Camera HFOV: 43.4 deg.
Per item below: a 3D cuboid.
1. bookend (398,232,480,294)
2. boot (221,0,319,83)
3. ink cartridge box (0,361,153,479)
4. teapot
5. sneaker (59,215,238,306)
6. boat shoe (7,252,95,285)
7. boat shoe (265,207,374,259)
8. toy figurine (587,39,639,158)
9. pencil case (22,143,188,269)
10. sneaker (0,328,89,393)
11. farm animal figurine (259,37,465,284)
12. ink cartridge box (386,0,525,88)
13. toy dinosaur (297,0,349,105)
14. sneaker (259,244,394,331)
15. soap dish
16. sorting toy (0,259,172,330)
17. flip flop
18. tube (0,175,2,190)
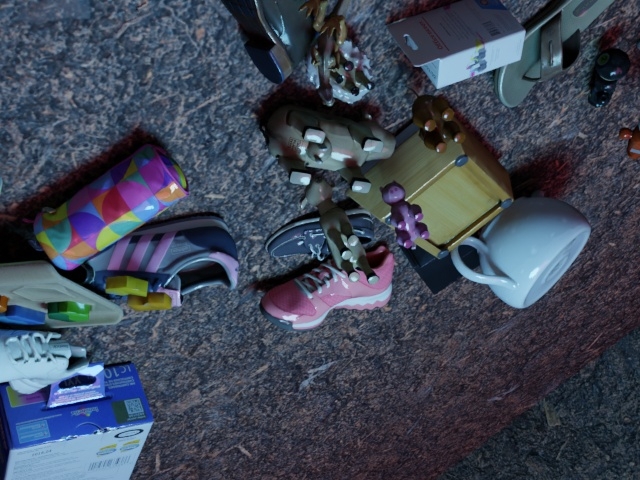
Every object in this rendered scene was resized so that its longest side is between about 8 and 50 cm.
[{"bbox_3d":[0.268,0.021,1.715,0.156,0.072,0.157,-34,146,7],"label":"bookend"},{"bbox_3d":[-0.064,-0.318,1.038,0.106,0.082,0.219,-46,143,-19],"label":"boot"},{"bbox_3d":[-0.497,0.391,1.580,0.270,0.151,0.395,-5,142,-33],"label":"ink cartridge box"},{"bbox_3d":[0.405,0.003,1.637,0.252,0.187,0.256,-50,157,4],"label":"teapot"},{"bbox_3d":[-0.286,0.056,1.300,0.319,0.131,0.112,-17,144,-14],"label":"sneaker"},{"bbox_3d":[-0.416,0.045,1.233,0.133,0.049,0.042,7,176,-3],"label":"boat shoe"},{"bbox_3d":[0.000,0.000,1.478,0.206,0.065,0.075,-17,150,2],"label":"boat shoe"},{"bbox_3d":[0.608,-0.272,1.440,0.209,0.213,0.148,-27,161,-1],"label":"toy figurine"},{"bbox_3d":[-0.309,-0.050,1.175,0.236,0.104,0.104,-31,147,3],"label":"pencil case"},{"bbox_3d":[-0.484,0.178,1.299,0.129,0.111,0.297,-16,167,7],"label":"sneaker"},{"bbox_3d":[0.043,-0.124,1.270,0.327,0.172,0.330,25,108,-30],"label":"farm animal figurine"},{"bbox_3d":[0.199,-0.296,1.206,0.181,0.104,0.061,-20,146,-11],"label":"ink cartridge box"},{"bbox_3d":[0.017,-0.287,1.065,0.112,0.064,0.211,23,85,-75],"label":"toy dinosaur"},{"bbox_3d":[0.018,0.077,1.600,0.314,0.116,0.136,-14,135,-33],"label":"sneaker"},{"bbox_3d":[0.214,-0.092,1.481,0.229,0.118,0.291,-39,144,16],"label":"soap dish"},{"bbox_3d":[-0.398,0.092,1.214,0.307,0.041,0.229,-5,156,13],"label":"sorting toy"},{"bbox_3d":[0.397,-0.328,1.330,0.112,0.080,0.277,16,126,-47],"label":"flip flop"},{"bbox_3d":[-0.498,-0.013,1.127,0.240,0.070,0.062,-54,-178,44],"label":"tube"}]
